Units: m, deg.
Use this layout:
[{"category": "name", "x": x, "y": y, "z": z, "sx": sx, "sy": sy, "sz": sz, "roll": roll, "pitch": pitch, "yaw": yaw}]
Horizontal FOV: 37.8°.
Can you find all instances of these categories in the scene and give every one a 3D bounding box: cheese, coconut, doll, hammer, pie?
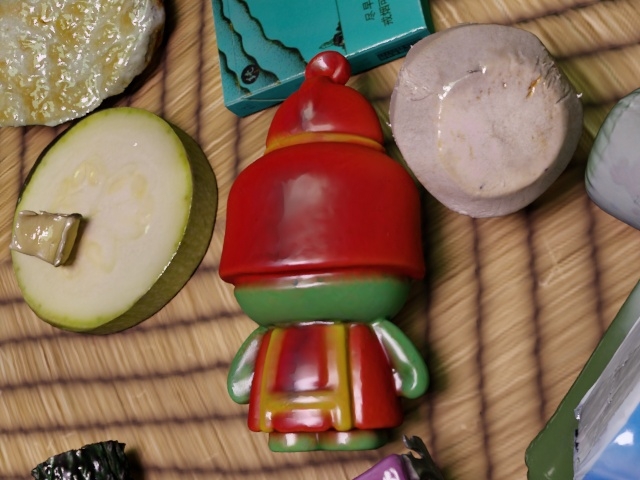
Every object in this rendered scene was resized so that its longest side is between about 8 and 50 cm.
[{"category": "cheese", "x": -0.287, "y": -0.005, "z": 0.988, "sx": 0.084, "sy": 0.041, "sz": 0.060, "roll": 12, "pitch": 88, "yaw": 27}, {"category": "coconut", "x": 0.135, "y": -0.107, "z": 0.792, "sx": 0.160, "sy": 0.162, "sz": 0.161, "roll": -1, "pitch": 104, "yaw": -3}, {"category": "doll", "x": 0.000, "y": 0.001, "z": 0.821, "sx": 0.182, "sy": 0.160, "sz": 0.363, "roll": -6, "pitch": 71, "yaw": 26}, {"category": "hammer", "x": 0.251, "y": 0.055, "z": 0.717, "sx": 0.206, "sy": 0.119, "sz": 0.336, "roll": 33, "pitch": 97, "yaw": 32}, {"category": "pie", "x": -0.298, "y": -0.255, "z": 1.084, "sx": 0.274, "sy": 0.105, "sz": 0.257, "roll": -28, "pitch": 68, "yaw": 17}]

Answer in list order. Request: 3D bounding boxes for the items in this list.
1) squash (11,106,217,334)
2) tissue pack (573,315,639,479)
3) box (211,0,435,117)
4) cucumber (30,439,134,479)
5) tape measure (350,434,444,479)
[{"category": "squash", "x": -0.231, "y": -0.024, "z": 1.014, "sx": 0.252, "sy": 0.049, "sz": 0.252, "roll": -9, "pitch": 71, "yaw": 27}, {"category": "tissue pack", "x": 0.319, "y": 0.119, "z": 0.568, "sx": 0.263, "sy": 0.146, "sz": 0.198, "roll": 30, "pitch": 108, "yaw": 8}, {"category": "box", "x": -0.004, "y": -0.238, "z": 0.966, "sx": 0.226, "sy": 0.042, "sz": 0.161, "roll": -18, "pitch": 66, "yaw": 21}, {"category": "cucumber", "x": -0.180, "y": 0.362, "z": 0.834, "sx": 0.096, "sy": 0.096, "sz": 0.360, "roll": -28, "pitch": 64, "yaw": 16}, {"category": "tape measure", "x": 0.016, "y": 0.302, "z": 0.723, "sx": 0.231, "sy": 0.149, "sz": 0.245, "roll": -30, "pitch": 64, "yaw": 13}]
